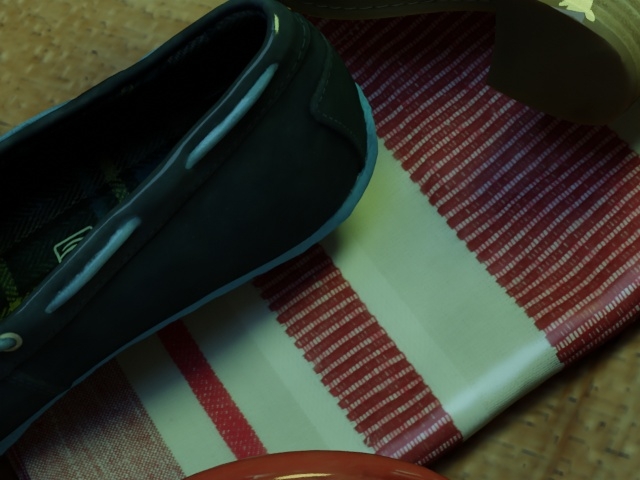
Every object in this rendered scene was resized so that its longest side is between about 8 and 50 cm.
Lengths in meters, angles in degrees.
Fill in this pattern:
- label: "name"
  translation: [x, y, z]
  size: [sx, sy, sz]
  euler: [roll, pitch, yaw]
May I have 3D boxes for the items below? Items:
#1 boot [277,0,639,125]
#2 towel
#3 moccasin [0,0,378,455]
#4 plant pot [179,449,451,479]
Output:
- label: "boot"
  translation: [0.075, -0.189, 0.805]
  size: [0.283, 0.109, 0.220]
  euler: [28, 55, 20]
- label: "towel"
  translation: [0.000, 0.000, 0.796]
  size: [0.329, 0.037, 0.237]
  euler: [-34, 54, -3]
- label: "moccasin"
  translation: [-0.145, 0.002, 0.751]
  size: [0.342, 0.117, 0.138]
  euler: [-36, 54, -5]
- label: "plant pot"
  translation: [0.001, 0.179, 0.590]
  size: [0.191, 0.191, 0.174]
  euler: [-22, 44, 7]
